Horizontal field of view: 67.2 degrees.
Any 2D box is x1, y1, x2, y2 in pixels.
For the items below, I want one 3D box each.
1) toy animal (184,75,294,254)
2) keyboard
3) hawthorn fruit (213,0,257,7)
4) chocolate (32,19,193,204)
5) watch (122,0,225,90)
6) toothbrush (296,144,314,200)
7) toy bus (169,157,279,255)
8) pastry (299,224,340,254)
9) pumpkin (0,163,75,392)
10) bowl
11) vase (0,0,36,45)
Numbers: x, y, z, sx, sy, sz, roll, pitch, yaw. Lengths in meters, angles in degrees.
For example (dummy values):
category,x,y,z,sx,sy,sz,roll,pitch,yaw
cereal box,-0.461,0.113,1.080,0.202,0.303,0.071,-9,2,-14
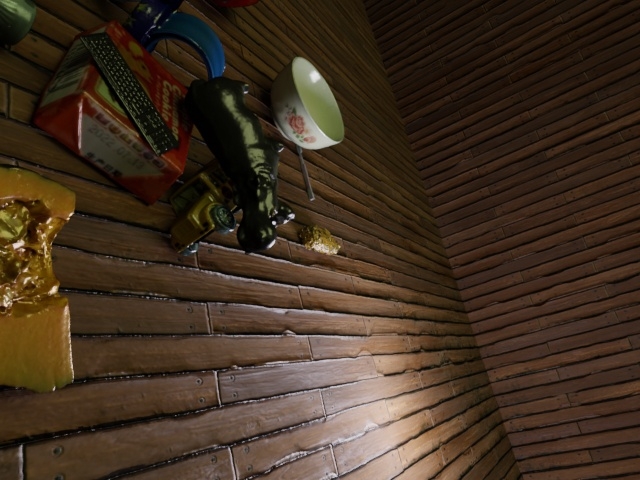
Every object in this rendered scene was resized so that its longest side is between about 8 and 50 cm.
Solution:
category,x,y,z,sx,sy,sz,roll,pitch,yaw
toy animal,-0.131,-0.144,0.882,0.168,0.106,0.343,-8,73,-61
keyboard,-0.296,-0.230,0.759,0.202,0.011,0.067,60,27,-16
hawthorn fruit,-0.231,-0.750,1.271,0.254,0.254,0.300,54,17,-26
chocolate,-0.328,-0.224,0.830,0.235,0.108,0.237,44,32,-42
watch,-0.283,-0.371,0.944,0.200,0.196,0.171,44,43,-27
toothbrush,-0.047,-0.211,1.463,0.017,0.014,0.194,22,50,-59
toy bus,-0.195,-0.101,0.970,0.123,0.121,0.335,54,29,-14
pastry,0.000,0.000,1.333,0.140,0.056,0.080,3,55,-60
pumpkin,-0.363,0.044,0.543,0.131,0.125,0.248,17,73,-67
bowl,-0.055,-0.390,1.446,0.277,0.145,0.277,45,32,-38
vase,-0.497,-0.354,0.631,0.219,0.096,0.096,32,42,-54
